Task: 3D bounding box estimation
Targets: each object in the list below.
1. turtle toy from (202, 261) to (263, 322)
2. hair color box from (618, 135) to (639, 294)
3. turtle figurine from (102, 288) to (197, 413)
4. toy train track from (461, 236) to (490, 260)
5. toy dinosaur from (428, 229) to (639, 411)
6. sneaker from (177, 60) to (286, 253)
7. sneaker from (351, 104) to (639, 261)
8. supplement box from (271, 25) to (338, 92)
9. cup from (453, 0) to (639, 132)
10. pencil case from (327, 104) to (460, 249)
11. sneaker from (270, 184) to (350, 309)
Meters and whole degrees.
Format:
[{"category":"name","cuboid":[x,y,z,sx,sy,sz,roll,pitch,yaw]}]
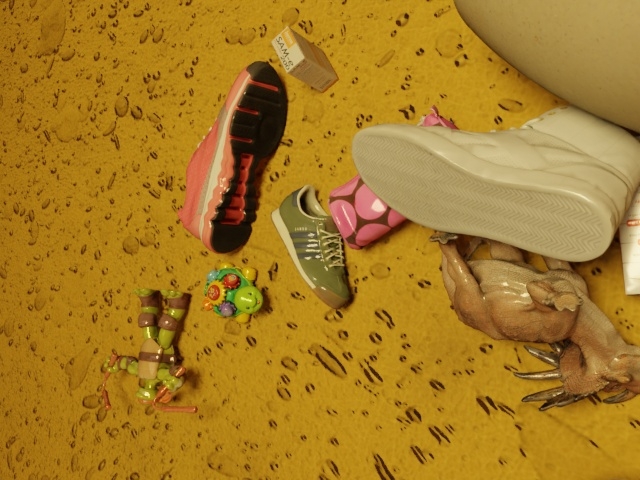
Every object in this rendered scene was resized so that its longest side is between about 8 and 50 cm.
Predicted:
[{"category":"turtle toy","cuboid":[-0.142,0.087,0.860,0.130,0.066,0.095,8,91,32]},{"category":"hair color box","cuboid":[0.366,-0.027,0.560,0.093,0.053,0.167,-6,82,32]},{"category":"turtle figurine","cuboid":[-0.280,0.196,0.927,0.269,0.087,0.218,-2,77,41]},{"category":"toy train track","cuboid":[0.196,0.006,0.686,0.048,0.014,0.083,43,109,27]},{"category":"toy dinosaur","cuboid":[0.223,0.078,0.601,0.295,0.127,0.200,29,143,45]},{"category":"sneaker","cuboid":[-0.162,-0.143,0.864,0.136,0.116,0.314,24,99,33]},{"category":"sneaker","cuboid":[0.191,-0.086,0.585,0.292,0.169,0.108,25,138,33]},{"category":"supplement box","cuboid":[-0.022,-0.268,0.794,0.036,0.098,0.062,-35,69,25]},{"category":"cup","cuboid":[0.266,-0.278,0.500,0.237,0.331,0.331,25,99,40]},{"category":"pencil case","cuboid":[0.101,-0.078,0.709,0.209,0.095,0.098,-37,103,22]},{"category":"sneaker","cuboid":[0.000,0.000,0.778,0.086,0.064,0.192,-46,61,26]}]
